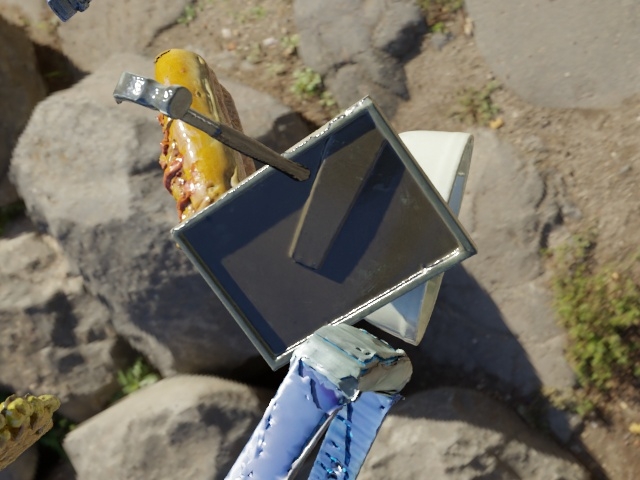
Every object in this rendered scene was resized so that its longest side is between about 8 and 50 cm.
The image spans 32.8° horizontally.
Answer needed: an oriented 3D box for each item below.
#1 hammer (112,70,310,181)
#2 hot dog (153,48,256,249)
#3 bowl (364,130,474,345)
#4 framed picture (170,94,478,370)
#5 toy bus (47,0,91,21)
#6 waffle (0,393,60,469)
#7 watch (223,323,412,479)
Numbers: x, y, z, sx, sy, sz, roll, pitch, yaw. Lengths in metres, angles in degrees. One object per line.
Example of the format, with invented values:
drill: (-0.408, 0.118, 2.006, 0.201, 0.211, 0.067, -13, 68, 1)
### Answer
hammer: (-0.091, -0.098, 0.998, 0.103, 0.246, 0.029, 21, 88, 36)
hot dog: (-0.154, -0.098, 1.438, 0.117, 0.158, 0.349, -24, 57, 8)
bowl: (0.095, -0.018, 1.374, 0.145, 0.277, 0.277, 15, 119, 12)
framed picture: (0.000, 0.000, 1.232, 0.289, 0.016, 0.213, -33, 101, 20)
toy bus: (-0.361, -0.409, 1.705, 0.051, 0.153, 0.061, 51, 179, -32)
waffle: (-0.481, 0.305, 1.468, 0.281, 0.301, 0.058, -39, 84, 5)
watch: (-0.007, 0.208, 0.932, 0.068, 0.276, 0.275, 29, 86, 21)
